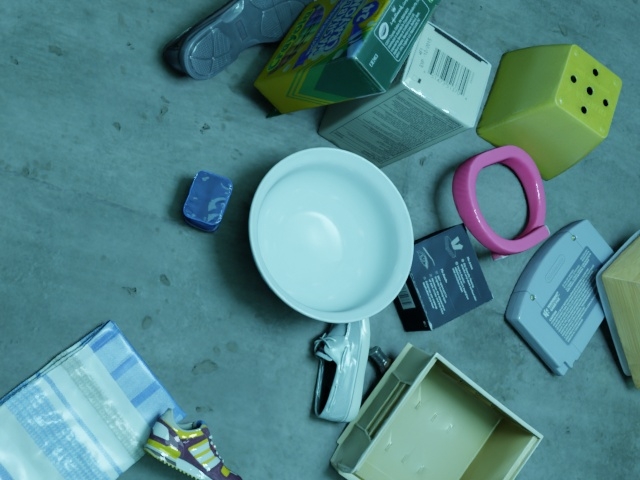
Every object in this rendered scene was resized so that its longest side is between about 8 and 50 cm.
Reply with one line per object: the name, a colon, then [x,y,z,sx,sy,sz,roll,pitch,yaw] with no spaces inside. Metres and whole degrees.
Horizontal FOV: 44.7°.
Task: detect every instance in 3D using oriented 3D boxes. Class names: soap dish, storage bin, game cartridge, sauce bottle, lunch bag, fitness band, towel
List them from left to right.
towel: [-0.367,0.281,1.170,0.285,0.034,0.209,-39,101,-26]
lunch bag: [-0.187,-0.067,1.294,0.067,0.065,0.099,21,74,-6]
sauce bottle: [0.135,0.245,1.419,0.042,0.042,0.128,-44,102,-25]
storage bin: [0.196,0.360,1.359,0.262,0.123,0.260,38,84,-17]
fitness band: [0.363,-0.079,1.529,0.290,0.054,0.209,-21,91,-46]
game cartridge: [0.512,0.106,1.621,0.198,0.062,0.297,46,66,-9]
soap dish: [0.710,0.136,1.638,0.229,0.118,0.291,-36,113,-30]

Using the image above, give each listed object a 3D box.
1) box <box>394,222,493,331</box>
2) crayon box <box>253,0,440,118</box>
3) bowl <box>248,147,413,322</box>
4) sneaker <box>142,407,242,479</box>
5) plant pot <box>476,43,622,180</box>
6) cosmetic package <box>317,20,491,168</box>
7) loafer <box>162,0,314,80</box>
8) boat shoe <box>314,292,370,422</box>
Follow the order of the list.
box: [0.215,0.070,1.455,0.158,0.093,0.156,-22,91,-27]
crayon box: [0.021,-0.320,1.285,0.083,0.322,0.203,42,66,-29]
bowl: [0.000,0.000,1.332,0.297,0.134,0.298,5,77,-23]
sneaker: [-0.184,0.332,1.223,0.185,0.069,0.084,37,70,-30]
plant pot: [0.483,-0.278,1.589,0.212,0.187,0.212,29,70,-20]
cosmetic package: [0.138,-0.242,1.352,0.153,0.296,0.129,27,70,-22]
loafer: [-0.143,-0.381,1.350,0.302,0.095,0.109,-39,134,-28]
boat shoe: [0.031,0.201,1.352,0.081,0.079,0.228,10,81,-29]
